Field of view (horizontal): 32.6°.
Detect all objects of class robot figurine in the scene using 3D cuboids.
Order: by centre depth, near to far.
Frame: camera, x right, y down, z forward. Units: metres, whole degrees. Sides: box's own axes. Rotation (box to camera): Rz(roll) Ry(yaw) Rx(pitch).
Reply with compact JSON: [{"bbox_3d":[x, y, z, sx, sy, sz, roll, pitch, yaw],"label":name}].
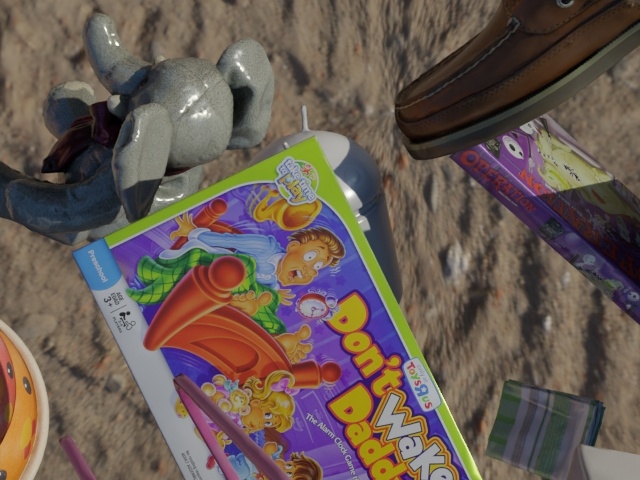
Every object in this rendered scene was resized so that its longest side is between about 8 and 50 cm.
[{"bbox_3d":[0.000,0.000,1.513,0.199,0.300,0.354,-11,117,3],"label":"robot figurine"}]

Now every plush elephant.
[{"bbox_3d":[-0.198,-0.115,1.173,0.330,0.272,0.255,35,125,9],"label":"plush elephant"}]

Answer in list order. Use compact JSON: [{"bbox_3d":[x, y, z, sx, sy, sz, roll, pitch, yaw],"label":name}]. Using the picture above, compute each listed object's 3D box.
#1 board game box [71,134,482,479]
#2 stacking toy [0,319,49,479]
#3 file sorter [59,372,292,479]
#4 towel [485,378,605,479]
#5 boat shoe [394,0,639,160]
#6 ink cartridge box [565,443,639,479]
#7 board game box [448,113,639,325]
[{"bbox_3d":[-0.036,0.114,0.975,0.233,0.078,0.347,-27,93,-6],"label":"board game box"},{"bbox_3d":[-0.475,0.156,1.219,0.350,0.480,0.351,6,66,-14],"label":"stacking toy"},{"bbox_3d":[-0.118,0.220,0.487,0.290,0.202,0.182,-32,113,-16],"label":"file sorter"},{"bbox_3d":[0.287,0.246,1.419,0.152,0.023,0.113,10,79,46],"label":"towel"},{"bbox_3d":[0.162,-0.164,0.686,0.307,0.111,0.104,-31,110,23],"label":"boat shoe"},{"bbox_3d":[0.152,0.247,0.457,0.117,0.283,0.207,12,107,2],"label":"ink cartridge box"},{"bbox_3d":[0.321,-0.060,1.428,0.347,0.208,0.056,40,130,-13],"label":"board game box"}]
